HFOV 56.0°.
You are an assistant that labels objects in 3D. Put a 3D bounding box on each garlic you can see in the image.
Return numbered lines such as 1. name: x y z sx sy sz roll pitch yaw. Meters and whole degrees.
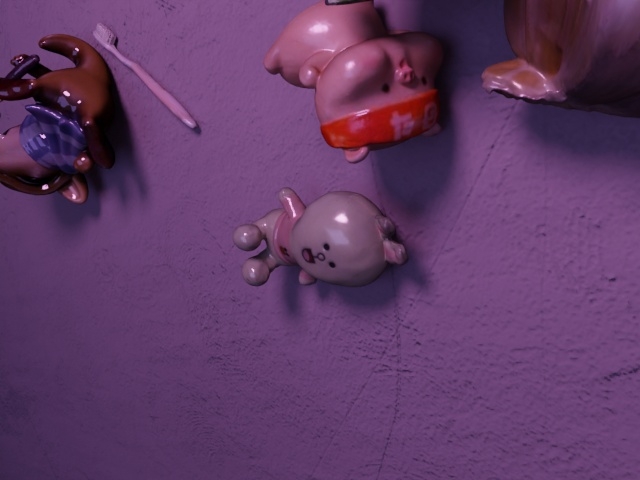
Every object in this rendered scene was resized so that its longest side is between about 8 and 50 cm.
1. garlic: 0.280 -0.224 0.520 0.237 0.210 0.292 -107 30 -44

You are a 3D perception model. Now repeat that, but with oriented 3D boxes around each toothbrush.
1. toothbrush: -0.309 -0.292 1.055 0.307 0.025 0.029 44 121 20

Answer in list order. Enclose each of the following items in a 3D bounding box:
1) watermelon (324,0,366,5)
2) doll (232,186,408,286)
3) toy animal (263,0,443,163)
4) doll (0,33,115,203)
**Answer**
1. watermelon: 0.103 -0.361 0.531 0.310 0.193 0.231 120 142 -57
2. doll: 0.004 -0.005 0.842 0.275 0.113 0.154 -6 111 35
3. toy animal: 0.047 -0.187 0.700 0.197 0.171 0.171 53 132 16
4. doll: -0.519 -0.215 1.139 0.340 0.209 0.317 -35 79 45
